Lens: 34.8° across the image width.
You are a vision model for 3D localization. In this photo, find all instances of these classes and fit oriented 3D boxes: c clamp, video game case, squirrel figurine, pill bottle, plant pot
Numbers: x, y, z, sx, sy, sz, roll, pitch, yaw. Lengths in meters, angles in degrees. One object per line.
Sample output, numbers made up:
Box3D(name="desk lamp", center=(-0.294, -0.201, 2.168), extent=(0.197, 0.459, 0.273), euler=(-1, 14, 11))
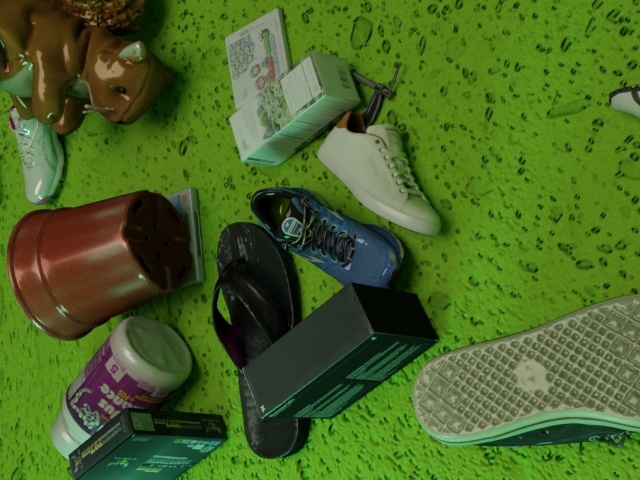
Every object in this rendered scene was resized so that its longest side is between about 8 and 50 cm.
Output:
Box3D(name="c clamp", center=(0.066, -0.268, 1.808), extent=(0.161, 0.022, 0.137), euler=(28, 107, 37))
Box3D(name="video game case", center=(-0.119, -0.347, 1.966), extent=(0.143, 0.019, 0.157), euler=(-21, 71, 35))
Box3D(name="squirrel figurine", center=(-0.479, -0.409, 2.079), extent=(0.371, 0.281, 0.397), euler=(10, 78, 18))
Box3D(name="pill bottle", center=(-0.398, 0.302, 2.000), extent=(0.301, 0.169, 0.169), euler=(-49, 57, 23))
Box3D(name="plant pot", center=(-0.411, 0.034, 1.977), extent=(0.265, 0.272, 0.272), euler=(-17, 73, 27))
Box3D(name="video game case", center=(-0.324, 0.011, 2.076), extent=(0.212, 0.023, 0.193), euler=(-17, 73, 36))

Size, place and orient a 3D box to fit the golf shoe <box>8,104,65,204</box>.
Box3D(name="golf shoe", center=(-0.650, -0.235, 2.301), extent=(0.115, 0.140, 0.306), euler=(2, 86, 37))

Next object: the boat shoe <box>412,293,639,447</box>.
Box3D(name="boat shoe", center=(0.377, 0.191, 1.412), extent=(0.500, 0.156, 0.186), euler=(-15, 69, 24))

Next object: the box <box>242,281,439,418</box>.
Box3D(name="box", center=(0.031, 0.186, 1.663), extent=(0.261, 0.184, 0.103), euler=(-40, 61, 27))

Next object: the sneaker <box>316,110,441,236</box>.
Box3D(name="sneaker", center=(0.107, -0.121, 1.695), extent=(0.290, 0.106, 0.123), euler=(44, 113, 36))

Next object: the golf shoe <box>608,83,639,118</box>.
Box3D(name="golf shoe", center=(0.485, -0.161, 1.419), extent=(0.198, 0.077, 0.093), euler=(19, 96, 40))

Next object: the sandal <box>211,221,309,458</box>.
Box3D(name="sandal", center=(-0.117, 0.166, 1.833), extent=(0.168, 0.107, 0.445), euler=(-25, 68, 34))

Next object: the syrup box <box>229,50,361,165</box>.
Box3D(name="syrup box", center=(-0.050, -0.231, 1.831), extent=(0.237, 0.096, 0.093), euler=(-34, 64, 38))

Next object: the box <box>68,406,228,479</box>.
Box3D(name="box", center=(-0.315, 0.381, 1.881), extent=(0.183, 0.233, 0.059), euler=(-39, 55, 28))

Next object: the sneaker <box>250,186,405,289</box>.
Box3D(name="sneaker", center=(0.000, 0.000, 1.739), extent=(0.330, 0.147, 0.129), euler=(29, 102, 37))
